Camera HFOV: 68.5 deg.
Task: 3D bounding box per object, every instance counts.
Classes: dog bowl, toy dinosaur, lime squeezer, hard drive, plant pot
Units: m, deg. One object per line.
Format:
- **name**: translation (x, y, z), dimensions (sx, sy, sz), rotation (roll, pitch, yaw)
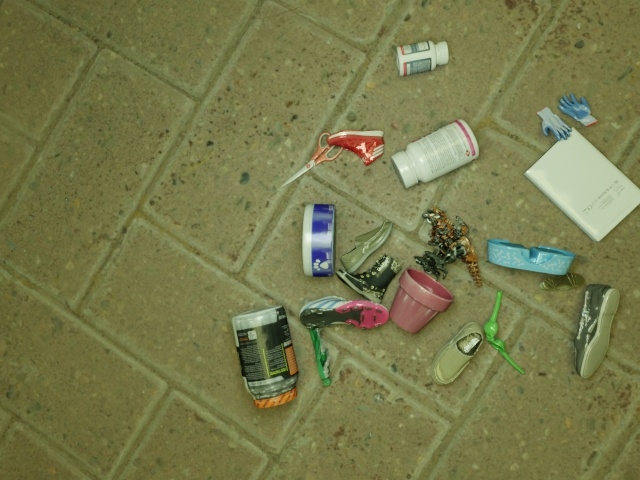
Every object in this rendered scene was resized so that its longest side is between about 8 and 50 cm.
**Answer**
- **dog bowl**: translation (0.737, 0.058, 1.666), dimensions (0.297, 0.166, 0.074), rotation (10, 102, 6)
- **toy dinosaur**: translation (0.474, 0.029, 1.706), dimensions (0.218, 0.164, 0.322), rotation (-36, 63, -11)
- **lime squeezer**: translation (0.655, 0.350, 1.718), dimensions (0.110, 0.059, 0.310), rotation (-13, 85, -35)
- **hard drive**: translation (0.952, -0.202, 1.699), dimensions (0.233, 0.047, 0.353), rotation (-44, 85, 3)
- **dog bowl**: translation (0.000, 0.000, 1.696), dimensions (0.104, 0.265, 0.265), rotation (1, 89, 4)
- **plant pot**: translation (0.347, 0.226, 1.697), dimensions (0.201, 0.201, 0.180), rotation (32, 108, 6)

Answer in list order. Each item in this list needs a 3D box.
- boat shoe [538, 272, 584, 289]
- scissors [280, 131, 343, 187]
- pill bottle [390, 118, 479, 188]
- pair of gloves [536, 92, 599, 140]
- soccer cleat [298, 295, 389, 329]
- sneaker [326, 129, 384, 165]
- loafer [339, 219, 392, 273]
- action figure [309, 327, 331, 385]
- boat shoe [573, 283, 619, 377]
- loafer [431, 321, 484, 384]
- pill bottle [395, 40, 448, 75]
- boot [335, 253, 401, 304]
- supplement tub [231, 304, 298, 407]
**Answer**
- **boat shoe**: translation (0.874, 0.153, 1.705), dimensions (0.153, 0.048, 0.056), rotation (-11, 75, 0)
- **scissors**: translation (-0.026, -0.294, 1.828), dimensions (0.109, 0.021, 0.297), rotation (39, 91, 4)
- **pill bottle**: translation (0.411, -0.309, 1.708), dimensions (0.283, 0.160, 0.160), rotation (-26, 86, 5)
- **pair of gloves**: translation (0.887, -0.446, 1.700), dimensions (0.198, 0.023, 0.159), rotation (-27, 62, 2)
- **soccer cleat**: translation (0.085, 0.251, 1.742), dimensions (0.331, 0.143, 0.116), rotation (-1, 114, 4)
- **sneaker**: translation (0.135, -0.345, 1.771), dimensions (0.221, 0.087, 0.128), rotation (-5, 88, -1)
- **loafer**: translation (0.169, 0.012, 1.761), dimensions (0.087, 0.094, 0.251), rotation (43, 94, 2)
- **action figure**: translation (0.007, 0.436, 1.769), dimensions (0.063, 0.137, 0.232), rotation (-10, 96, -6)
- **boat shoe**: translation (0.962, 0.317, 1.673), dimensions (0.112, 0.095, 0.335), rotation (14, 94, -29)
- **loafer**: translation (0.499, 0.411, 1.712), dimensions (0.102, 0.092, 0.268), rotation (35, 91, 8)
- **pill bottle**: translation (0.377, -0.682, 1.749), dimensions (0.180, 0.108, 0.108), rotation (-8, 88, 6)
- **boot**: translation (0.180, 0.115, 1.726), dimensions (0.236, 0.085, 0.178), rotation (35, 89, -31)
- **supplement tub**: translation (-0.199, 0.423, 1.737), dimensions (0.207, 0.207, 0.338), rotation (-12, 86, 6)
